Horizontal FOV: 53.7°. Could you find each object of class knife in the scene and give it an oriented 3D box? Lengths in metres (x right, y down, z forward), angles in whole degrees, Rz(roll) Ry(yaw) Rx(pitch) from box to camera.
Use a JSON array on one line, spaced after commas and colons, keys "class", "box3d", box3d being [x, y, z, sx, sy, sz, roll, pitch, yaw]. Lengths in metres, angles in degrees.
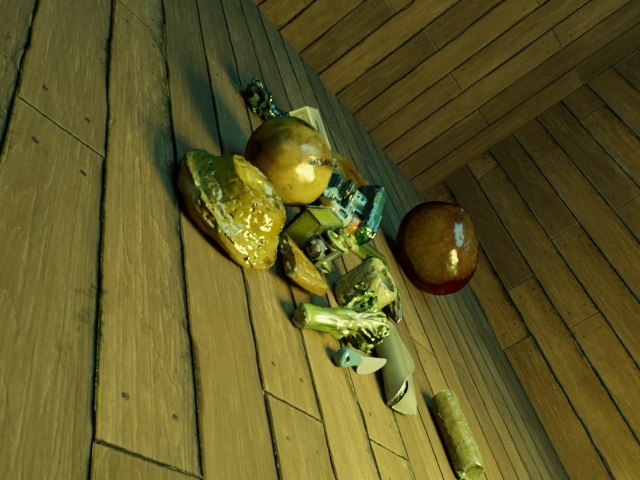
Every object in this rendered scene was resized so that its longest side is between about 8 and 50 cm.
[{"class": "knife", "box3d": [0.105, 0.312, 1.606, 0.032, 0.058, 0.244, 20, -5, 35]}]

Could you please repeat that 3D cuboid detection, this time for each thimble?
[{"class": "thimble", "box3d": [0.131, 0.136, 1.843, 0.137, 0.143, 0.190, 51, 17, -14]}]

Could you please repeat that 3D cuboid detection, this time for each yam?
[{"class": "yam", "box3d": [0.401, 0.573, 1.854, 0.093, 0.093, 0.259, 40, 23, -41]}]

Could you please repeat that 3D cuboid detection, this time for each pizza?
[{"class": "pizza", "box3d": [-0.067, 0.059, 1.604, 0.188, 0.062, 0.199, 41, 15, -54]}]

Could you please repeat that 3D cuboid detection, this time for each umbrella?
[{"class": "umbrella", "box3d": [-0.143, -0.427, 2.243, 0.349, 0.094, 0.143, 48, 27, -34]}]

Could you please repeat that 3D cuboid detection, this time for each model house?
[{"class": "model house", "box3d": [0.043, -0.133, 2.013, 0.291, 0.184, 0.253, 38, 50, -15]}]

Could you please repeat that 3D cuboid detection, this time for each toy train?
[{"class": "toy train", "box3d": [0.000, 0.000, 1.775, 0.177, 0.134, 0.261, 50, 15, 9]}]

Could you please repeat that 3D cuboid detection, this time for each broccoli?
[{"class": "broccoli", "box3d": [0.040, 0.193, 1.560, 0.304, 0.145, 0.165, 14, 54, -51]}]

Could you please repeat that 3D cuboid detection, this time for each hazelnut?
[{"class": "hazelnut", "box3d": [0.499, 0.036, 2.732, 0.421, 0.352, 0.421, 54, -20, 30]}]

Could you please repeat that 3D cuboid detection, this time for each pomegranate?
[{"class": "pomegranate", "box3d": [-0.090, -0.218, 1.763, 0.260, 0.260, 0.260, 49, 18, -22]}]

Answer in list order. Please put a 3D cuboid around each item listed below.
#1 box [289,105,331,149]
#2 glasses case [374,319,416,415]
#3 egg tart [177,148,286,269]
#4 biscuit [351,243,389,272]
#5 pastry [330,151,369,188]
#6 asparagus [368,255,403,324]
[{"class": "box", "box3d": [-0.034, -0.384, 2.246, 0.256, 0.069, 0.164, -49, 121, -78]}, {"class": "glasses case", "box3d": [0.214, 0.347, 1.776, 0.128, 0.083, 0.308, 43, 21, -34]}, {"class": "egg tart", "box3d": [-0.184, -0.091, 1.449, 0.341, 0.129, 0.341, 48, 17, -20]}, {"class": "biscuit", "box3d": [0.165, 0.037, 2.308, 0.322, 0.038, 0.099, 35, 29, -50]}, {"class": "pastry", "box3d": [0.085, -0.180, 2.319, 0.330, 0.136, 0.330, 48, 20, -24]}, {"class": "asparagus", "box3d": [0.229, 0.171, 2.168, 0.080, 0.080, 0.287, 40, 24, -42]}]
